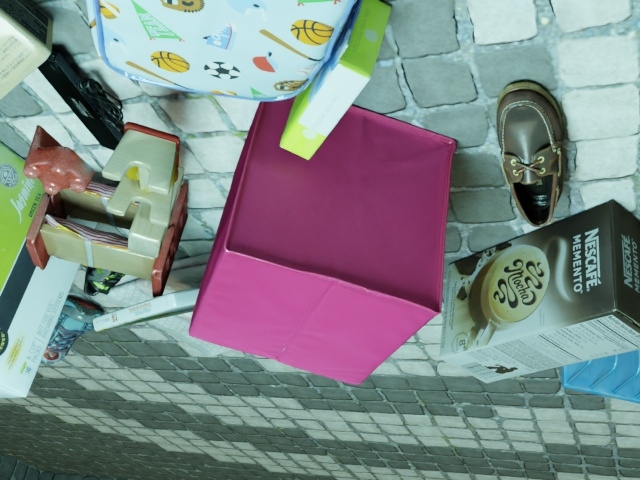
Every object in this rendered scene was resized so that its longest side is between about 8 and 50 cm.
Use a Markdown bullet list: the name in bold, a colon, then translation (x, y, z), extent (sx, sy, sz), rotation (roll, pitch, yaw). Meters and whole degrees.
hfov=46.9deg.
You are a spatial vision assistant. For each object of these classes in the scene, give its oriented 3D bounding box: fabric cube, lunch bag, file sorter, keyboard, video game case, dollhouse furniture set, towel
- **fabric cube**: translation (0.000, 0.000, 0.945), extent (0.259, 0.254, 0.258), rotation (18, 147, -10)
- **lunch bag**: translation (-0.097, -0.233, 0.654), extent (0.243, 0.115, 0.303), rotation (9, 164, -11)
- **file sorter**: translation (0.501, 0.188, 1.222), extent (0.170, 0.118, 0.104), rotation (13, 147, -2)
- **keyboard**: translation (-0.297, -0.183, 0.967), extent (0.100, 0.038, 0.192), rotation (23, 159, 29)
- **video game case**: translation (-0.215, 0.100, 1.193), extent (0.206, 0.026, 0.227), rotation (-18, 174, 38)
- **dollhouse furniture set**: translation (-0.286, -0.071, 0.999), extent (0.201, 0.152, 0.374), rotation (15, 153, -6)
- **towel**: translation (-0.208, 0.141, 1.447), extent (0.316, 0.053, 0.332), rotation (-11, 144, 33)

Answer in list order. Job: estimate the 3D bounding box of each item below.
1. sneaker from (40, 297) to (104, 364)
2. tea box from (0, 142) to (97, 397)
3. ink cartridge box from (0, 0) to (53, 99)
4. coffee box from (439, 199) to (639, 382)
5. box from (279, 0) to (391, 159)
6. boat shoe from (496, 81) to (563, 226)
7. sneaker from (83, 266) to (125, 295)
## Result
- **sneaker**: translation (-0.558, 0.210, 1.608), extent (0.104, 0.125, 0.262), rotation (28, 146, -27)
- **tea box**: translation (-0.567, 0.028, 1.107), extent (0.219, 0.329, 0.323), rotation (-9, 143, 31)
- **ink cartridge box**: translation (-0.448, -0.215, 0.811), extent (0.234, 0.088, 0.193), rotation (-34, 132, 16)
- **coffee box**: translation (0.322, 0.084, 1.059), extent (0.118, 0.168, 0.297), rotation (29, 144, -28)
- **box**: translation (0.017, -0.177, 0.781), extent (0.042, 0.109, 0.178), rotation (24, 148, -14)
- **boat shoe**: translation (0.253, -0.095, 0.877), extent (0.073, 0.073, 0.207), rotation (-4, 145, 26)
- **sneaker**: translation (-0.377, 0.057, 1.337), extent (0.067, 0.078, 0.188), rotation (29, 145, -28)
